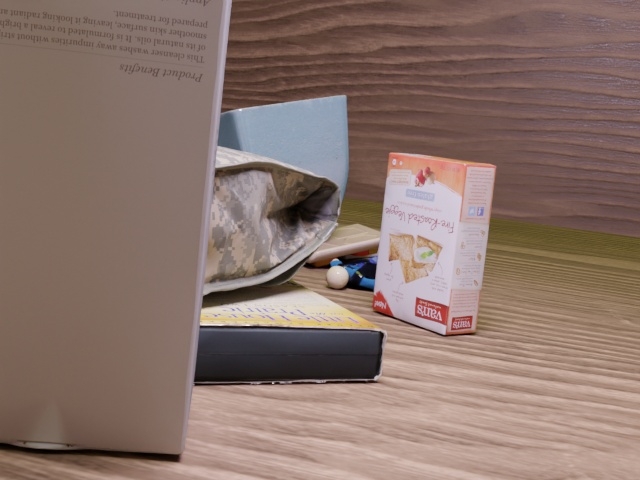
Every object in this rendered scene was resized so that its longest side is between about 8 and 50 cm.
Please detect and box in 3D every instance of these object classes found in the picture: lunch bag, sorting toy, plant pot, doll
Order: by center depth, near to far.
[{"bbox_3d":[-0.139,-0.035,1.127,0.235,0.169,0.287,10,12,32],"label":"lunch bag"},{"bbox_3d":[0.072,0.052,1.582,0.129,0.046,0.189,22,21,34],"label":"doll"},{"bbox_3d":[-0.095,-0.122,1.779,0.247,0.252,0.247,-13,6,-34],"label":"plant pot"},{"bbox_3d":[0.028,0.010,1.803,0.192,0.038,0.208,-12,11,-23],"label":"sorting toy"}]

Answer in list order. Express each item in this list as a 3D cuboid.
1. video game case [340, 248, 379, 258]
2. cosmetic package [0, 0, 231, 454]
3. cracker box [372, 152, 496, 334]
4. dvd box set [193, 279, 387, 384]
[{"bbox_3d":[0.000,0.000,2.019,0.285,0.025,0.204,11,9,37],"label":"video game case"},{"bbox_3d":[-0.190,-0.039,0.749,0.217,0.385,0.156,8,8,-6],"label":"cosmetic package"},{"bbox_3d":[0.154,0.001,1.311,0.067,0.232,0.155,-1,10,-37],"label":"cracker box"},{"bbox_3d":[-0.149,0.081,1.117,0.307,0.062,0.420,3,8,-24],"label":"dvd box set"}]
